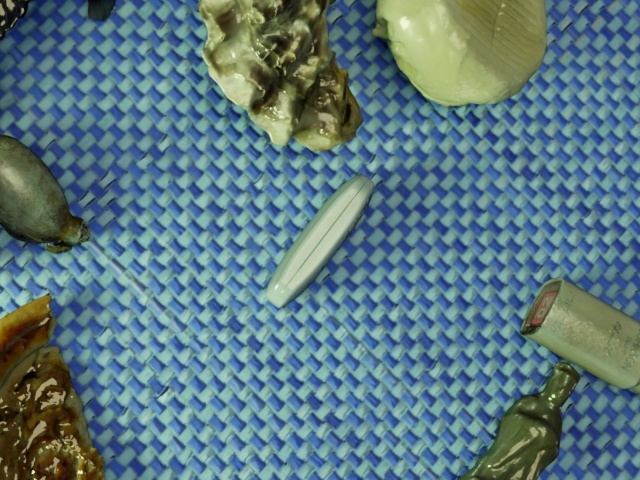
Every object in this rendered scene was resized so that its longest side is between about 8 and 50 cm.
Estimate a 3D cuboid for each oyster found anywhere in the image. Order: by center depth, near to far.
[{"bbox_3d":[-0.020,-0.274,1.185,0.115,0.238,0.351,19,102,33],"label":"oyster"}]

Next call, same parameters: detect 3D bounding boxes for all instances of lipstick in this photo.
[{"bbox_3d":[0.362,0.135,1.272,0.253,0.077,0.079,28,80,-4],"label":"lipstick"}]

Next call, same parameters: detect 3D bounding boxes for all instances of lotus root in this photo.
[{"bbox_3d":[-0.322,-0.047,1.188,0.088,0.088,0.165,-43,101,-11],"label":"lotus root"}]

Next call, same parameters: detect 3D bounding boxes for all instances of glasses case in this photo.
[{"bbox_3d":[0.000,0.000,1.236,0.045,0.067,0.178,37,79,-1],"label":"glasses case"}]

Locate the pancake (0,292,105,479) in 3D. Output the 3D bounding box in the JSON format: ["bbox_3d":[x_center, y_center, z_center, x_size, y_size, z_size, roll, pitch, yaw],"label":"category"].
[{"bbox_3d":[-0.342,0.201,1.138,0.212,0.056,0.257,-14,77,-25],"label":"pancake"}]

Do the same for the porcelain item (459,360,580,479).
[{"bbox_3d":[0.234,0.233,1.252,0.081,0.069,0.215,38,74,2],"label":"porcelain item"}]

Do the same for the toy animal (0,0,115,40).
[{"bbox_3d":[-0.282,-0.329,1.184,0.273,0.160,0.197,-33,89,-11],"label":"toy animal"}]

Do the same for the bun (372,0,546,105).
[{"bbox_3d":[0.153,-0.264,1.262,0.229,0.145,0.229,9,77,-42],"label":"bun"}]
